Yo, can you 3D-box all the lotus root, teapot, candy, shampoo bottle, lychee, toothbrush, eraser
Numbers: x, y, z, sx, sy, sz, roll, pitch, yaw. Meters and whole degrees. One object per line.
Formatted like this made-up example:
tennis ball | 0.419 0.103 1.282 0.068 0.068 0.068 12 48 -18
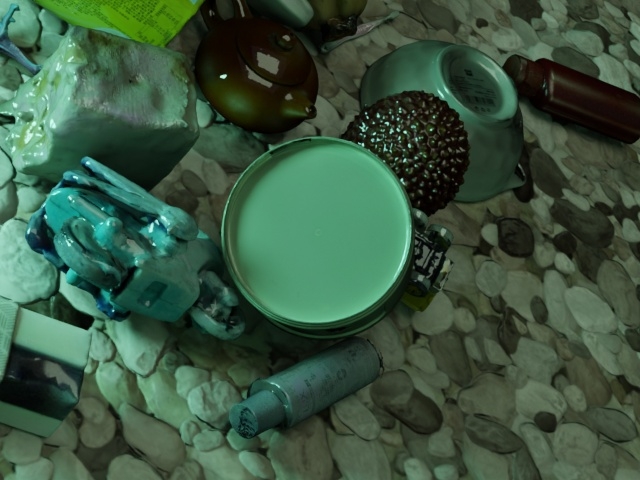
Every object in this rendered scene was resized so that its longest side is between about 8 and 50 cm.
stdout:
lotus root | -0.011 -0.415 2.029 0.140 0.154 0.257 33 40 -78
teapot | -0.085 -0.254 1.860 0.178 0.135 0.252 -16 70 -47
candy | -0.256 -0.145 1.625 0.195 0.185 0.137 12 57 -35
shampoo bottle | 0.416 -0.239 2.269 0.260 0.064 0.102 17 51 -25
lychee | 0.119 -0.111 1.867 0.188 0.188 0.188 20 49 -24
toothbrush | 0.061 -0.322 2.099 0.204 0.022 0.017 -33 97 -45
shampoo bottle | -0.019 0.176 1.630 0.214 0.072 0.072 -22 73 -44
eraser | -0.436 0.082 1.371 0.403 0.096 0.098 22 47 -21

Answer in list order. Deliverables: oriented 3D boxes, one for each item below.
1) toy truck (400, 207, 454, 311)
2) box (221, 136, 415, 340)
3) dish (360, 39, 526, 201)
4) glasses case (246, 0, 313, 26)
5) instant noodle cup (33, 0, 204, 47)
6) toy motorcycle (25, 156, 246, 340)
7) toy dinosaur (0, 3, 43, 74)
toy truck | 0.072 0.003 1.797 0.226 0.114 0.098 33 65 -10
box | 0.000 0.000 1.634 0.226 0.149 0.226 -1 80 4
dish | 0.207 -0.200 2.044 0.303 0.120 0.303 19 49 -23
glasses case | -0.066 -0.339 1.925 0.076 0.049 0.197 39 -1 -24
instant noodle cup | -0.246 -0.362 1.750 0.200 0.264 0.264 37 43 -19
toy motorcycle | -0.203 0.011 1.573 0.260 0.154 0.206 27 23 -35
toy dinosaur | -0.416 -0.269 1.688 0.197 0.045 0.080 33 55 -17
